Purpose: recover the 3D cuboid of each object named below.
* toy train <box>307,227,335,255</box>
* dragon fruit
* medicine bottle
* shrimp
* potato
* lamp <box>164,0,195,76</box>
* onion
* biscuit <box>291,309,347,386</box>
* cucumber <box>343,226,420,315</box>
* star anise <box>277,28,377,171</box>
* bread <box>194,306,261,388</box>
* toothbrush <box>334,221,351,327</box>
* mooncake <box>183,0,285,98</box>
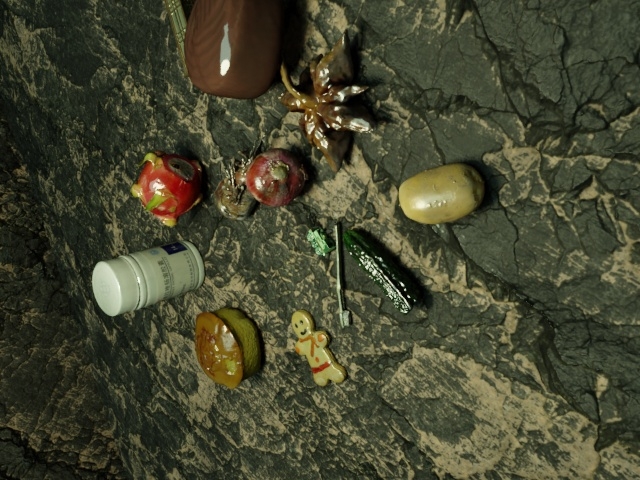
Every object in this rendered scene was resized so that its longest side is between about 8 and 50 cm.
[{"bbox_3d":[0.000,0.000,1.395,0.053,0.033,0.083,-41,74,38],"label":"toy train"},{"bbox_3d":[-0.497,-0.174,1.691,0.227,0.224,0.224,-42,73,27],"label":"dragon fruit"},{"bbox_3d":[-0.586,0.124,1.786,0.190,0.332,0.190,16,114,40],"label":"medicine bottle"},{"bbox_3d":[-0.228,-0.185,1.492,0.145,0.116,0.343,51,138,17],"label":"shrimp"},{"bbox_3d":[0.249,-0.094,1.073,0.178,0.118,0.109,-12,131,32],"label":"potato"},{"bbox_3d":[-0.388,-0.647,1.519,0.089,0.090,0.325,-12,96,44],"label":"lamp"},{"bbox_3d":[-0.128,-0.159,1.392,0.159,0.159,0.195,69,158,2],"label":"onion"},{"bbox_3d":[-0.019,0.313,1.519,0.153,0.030,0.234,-32,81,43],"label":"biscuit"},{"bbox_3d":[0.140,0.064,1.251,0.265,0.077,0.077,48,131,20],"label":"cucumber"},{"bbox_3d":[-0.003,-0.335,1.238,0.292,0.109,0.349,-14,93,40],"label":"star anise"},{"bbox_3d":[-0.317,0.354,1.733,0.270,0.148,0.270,15,113,40],"label":"bread"},{"bbox_3d":[0.053,0.093,1.380,0.028,0.026,0.294,-2,103,25],"label":"toothbrush"},{"bbox_3d":[-0.223,-0.508,1.294,0.334,0.174,0.326,-53,47,47],"label":"mooncake"}]
